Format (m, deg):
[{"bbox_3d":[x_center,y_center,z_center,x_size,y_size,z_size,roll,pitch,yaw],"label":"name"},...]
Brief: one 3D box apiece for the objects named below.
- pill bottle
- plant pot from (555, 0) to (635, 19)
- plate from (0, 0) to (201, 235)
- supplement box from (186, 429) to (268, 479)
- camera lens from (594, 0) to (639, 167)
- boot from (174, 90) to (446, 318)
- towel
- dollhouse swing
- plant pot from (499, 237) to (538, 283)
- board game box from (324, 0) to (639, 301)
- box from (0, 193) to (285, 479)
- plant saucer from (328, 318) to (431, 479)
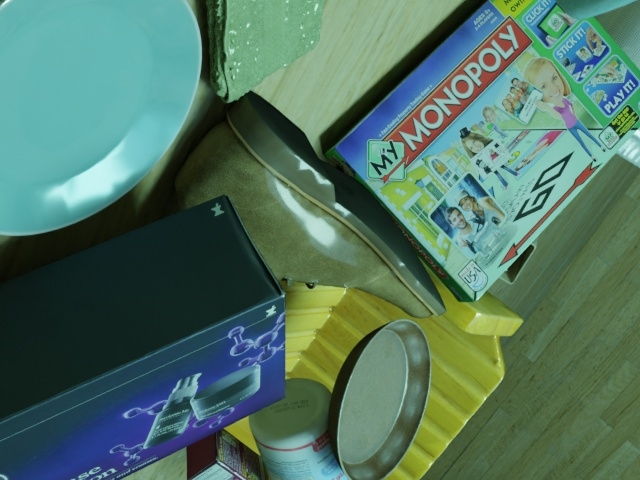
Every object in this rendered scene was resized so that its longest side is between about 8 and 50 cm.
[{"bbox_3d":[-0.013,0.226,0.770,0.087,0.087,0.160,-36,129,-29],"label":"pill bottle"},{"bbox_3d":[0.271,-0.321,0.589,0.247,0.247,0.252,-29,167,-40],"label":"plant pot"},{"bbox_3d":[-0.151,-0.083,0.451,0.188,0.024,0.188,-39,156,-21],"label":"plate"},{"bbox_3d":[-0.094,0.236,0.766,0.043,0.055,0.083,-37,119,12],"label":"supplement box"},{"bbox_3d":[0.484,-0.267,1.090,0.274,0.219,0.219,-57,157,19],"label":"camera lens"},{"bbox_3d":[0.000,0.000,0.669,0.115,0.112,0.305,-42,127,13],"label":"boot"},{"bbox_3d":[-0.037,-0.173,0.518,0.110,0.027,0.148,-39,155,-27],"label":"towel"},{"bbox_3d":[-0.002,0.165,0.825,0.347,0.315,0.305,-55,168,16],"label":"dollhouse swing"},{"bbox_3d":[0.368,-0.001,1.473,0.096,0.109,0.109,-44,161,-46],"label":"plant pot"},{"bbox_3d":[0.189,-0.120,0.789,0.317,0.213,0.046,-45,-174,-12],"label":"board game box"},{"bbox_3d":[-0.161,0.099,0.545,0.261,0.103,0.184,-24,148,-17],"label":"box"},{"bbox_3d":[0.057,0.158,0.743,0.168,0.029,0.169,-20,116,-50],"label":"plant saucer"}]
